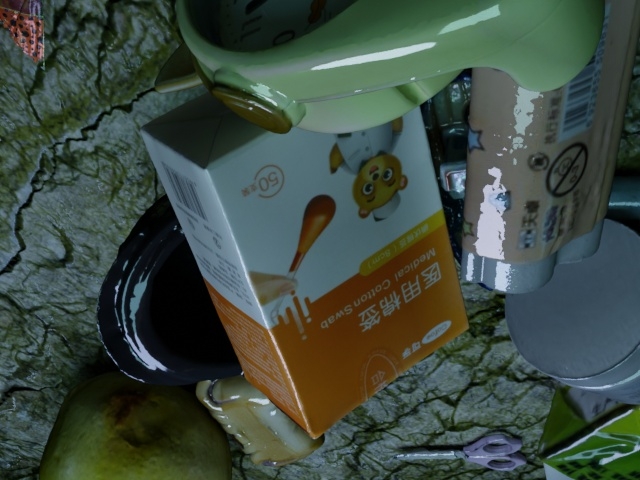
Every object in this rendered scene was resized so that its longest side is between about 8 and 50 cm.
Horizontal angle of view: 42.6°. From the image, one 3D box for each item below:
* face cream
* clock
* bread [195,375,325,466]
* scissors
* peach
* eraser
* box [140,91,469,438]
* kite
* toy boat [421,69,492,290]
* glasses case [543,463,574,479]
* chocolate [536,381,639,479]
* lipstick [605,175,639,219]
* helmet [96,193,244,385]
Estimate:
[{"bbox_3d":[0.313,0.080,0.884,0.177,0.177,0.153,-28,143,35],"label":"face cream"},{"bbox_3d":[0.024,-0.210,0.615,0.349,0.286,0.117,-13,150,33],"label":"clock"},{"bbox_3d":[-0.087,0.268,1.275,0.134,0.081,0.225,-14,128,21],"label":"bread"},{"bbox_3d":[0.219,0.341,1.316,0.212,0.021,0.110,-6,137,19],"label":"scissors"},{"bbox_3d":[-0.287,0.364,1.276,0.314,0.281,0.315,34,131,-8],"label":"peach"},{"bbox_3d":[0.205,-0.102,0.727,0.087,0.171,0.290,37,142,43],"label":"eraser"},{"bbox_3d":[0.000,0.000,0.819,0.143,0.225,0.341,34,149,49],"label":"box"},{"bbox_3d":[-0.320,-0.277,0.821,0.125,0.008,0.222,-22,127,29],"label":"kite"},{"bbox_3d":[0.159,-0.054,0.851,0.114,0.115,0.262,-5,134,19],"label":"toy boat"},{"bbox_3d":[0.378,0.349,1.269,0.063,0.041,0.164,-5,135,21],"label":"glasses case"},{"bbox_3d":[0.487,0.235,1.058,0.301,0.137,0.289,27,136,-15],"label":"chocolate"},{"bbox_3d":[0.346,-0.045,0.864,0.158,0.048,0.048,0,135,14],"label":"lipstick"},{"bbox_3d":[-0.127,0.031,0.947,0.279,0.160,0.230,-24,122,-12],"label":"helmet"}]
